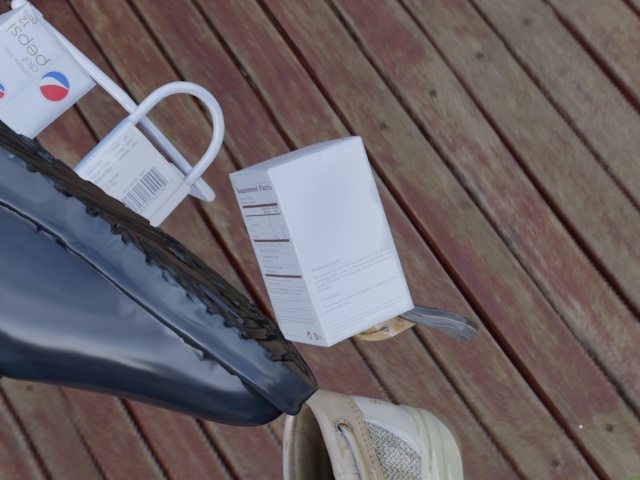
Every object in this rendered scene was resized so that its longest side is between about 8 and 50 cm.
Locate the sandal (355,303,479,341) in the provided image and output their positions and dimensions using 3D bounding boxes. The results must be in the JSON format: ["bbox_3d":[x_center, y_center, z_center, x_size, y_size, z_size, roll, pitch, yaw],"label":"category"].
[{"bbox_3d":[0.073,0.091,1.245,0.219,0.090,0.060,17,87,-15],"label":"sandal"}]

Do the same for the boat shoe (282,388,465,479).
[{"bbox_3d":[0.018,0.245,0.608,0.110,0.121,0.341,19,47,-23],"label":"boat shoe"}]

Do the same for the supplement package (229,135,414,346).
[{"bbox_3d":[0.000,0.000,1.069,0.105,0.105,0.179,-21,99,-25],"label":"supplement package"}]

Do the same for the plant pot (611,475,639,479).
[{"bbox_3d":[0.330,0.416,1.372,0.254,0.276,0.276,-15,77,-11],"label":"plant pot"}]

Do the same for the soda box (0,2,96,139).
[{"bbox_3d":[-0.240,-0.111,0.781,0.074,0.216,0.069,-46,114,-19],"label":"soda box"}]

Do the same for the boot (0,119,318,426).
[{"bbox_3d":[-0.154,0.067,0.494,0.246,0.094,0.207,36,94,-8],"label":"boot"}]

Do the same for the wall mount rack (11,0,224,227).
[{"bbox_3d":[-0.289,-0.078,1.202,0.350,0.304,0.130,-48,34,-12],"label":"wall mount rack"}]
